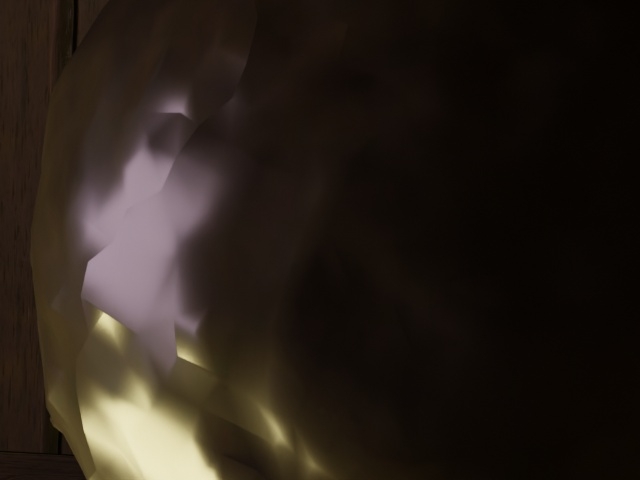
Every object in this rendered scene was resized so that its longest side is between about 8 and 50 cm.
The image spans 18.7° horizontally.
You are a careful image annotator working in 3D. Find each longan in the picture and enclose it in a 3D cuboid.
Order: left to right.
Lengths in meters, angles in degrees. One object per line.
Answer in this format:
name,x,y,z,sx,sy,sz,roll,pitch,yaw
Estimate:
longan,0.044,0.010,0.975,0.436,0.404,0.404,177,97,-82
